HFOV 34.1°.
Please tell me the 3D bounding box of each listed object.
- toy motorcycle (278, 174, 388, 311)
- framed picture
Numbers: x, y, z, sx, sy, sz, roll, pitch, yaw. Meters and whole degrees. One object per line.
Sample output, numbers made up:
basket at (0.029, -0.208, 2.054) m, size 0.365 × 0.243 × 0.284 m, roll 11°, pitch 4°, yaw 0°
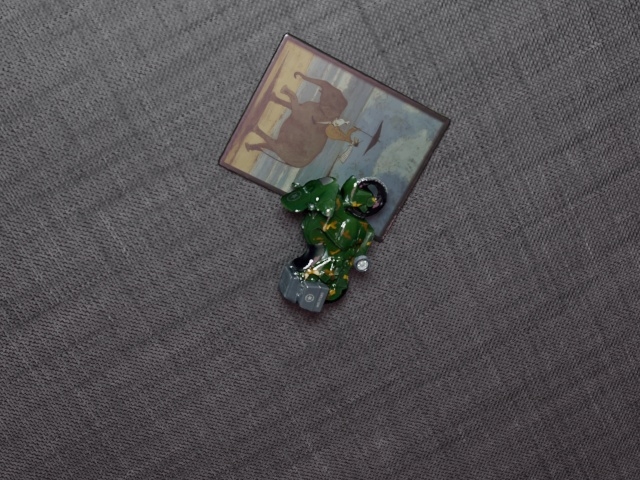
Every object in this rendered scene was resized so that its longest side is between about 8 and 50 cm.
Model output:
toy motorcycle at (0.000, 0.000, 1.839) m, size 0.187 × 0.125 × 0.274 m, roll 12°, pitch 112°, yaw -23°
framed picture at (0.028, -0.176, 1.851) m, size 0.347 × 0.016 × 0.265 m, roll 26°, pitch 102°, yaw -18°
